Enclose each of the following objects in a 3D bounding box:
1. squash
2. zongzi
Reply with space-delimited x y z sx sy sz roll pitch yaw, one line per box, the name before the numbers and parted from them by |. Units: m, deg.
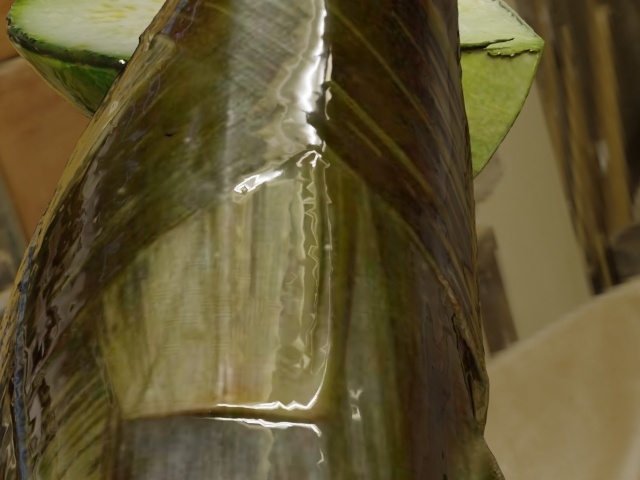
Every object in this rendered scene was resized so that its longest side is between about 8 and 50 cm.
squash | -0.047 -0.148 1.116 0.210 0.309 0.233 -56 28 18
zongzi | 0.000 0.000 0.636 0.208 0.432 0.403 16 19 -15
